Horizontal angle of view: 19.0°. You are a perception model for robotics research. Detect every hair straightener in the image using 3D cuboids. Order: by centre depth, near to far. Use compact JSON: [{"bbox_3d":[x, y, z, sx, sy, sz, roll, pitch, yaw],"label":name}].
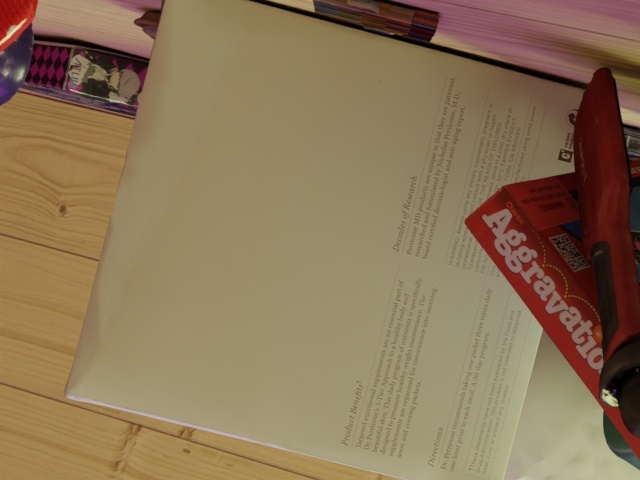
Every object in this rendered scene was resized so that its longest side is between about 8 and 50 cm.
[{"bbox_3d":[0.140,0.009,0.685,0.089,0.047,0.230,12,-151,-3],"label":"hair straightener"}]

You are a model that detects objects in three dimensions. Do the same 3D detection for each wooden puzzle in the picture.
[{"bbox_3d":[0.022,-0.089,0.754,0.049,0.006,0.083,14,-179,0],"label":"wooden puzzle"}]

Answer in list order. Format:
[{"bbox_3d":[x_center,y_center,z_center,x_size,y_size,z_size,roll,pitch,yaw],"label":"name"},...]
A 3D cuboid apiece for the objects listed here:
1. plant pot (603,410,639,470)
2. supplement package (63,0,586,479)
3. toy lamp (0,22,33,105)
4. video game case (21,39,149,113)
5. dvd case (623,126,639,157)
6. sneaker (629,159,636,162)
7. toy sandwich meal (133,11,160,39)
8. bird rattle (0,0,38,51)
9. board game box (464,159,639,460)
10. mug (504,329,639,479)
[{"bbox_3d":[0.309,0.097,1.070,0.255,0.271,0.271,28,179,-6],"label":"plant pot"},{"bbox_3d":[0.000,0.000,0.914,0.203,0.194,0.149,15,180,-6],"label":"supplement package"},{"bbox_3d":[-0.295,-0.139,1.098,0.080,0.080,0.275,15,-177,44],"label":"toy lamp"},{"bbox_3d":[-0.160,-0.127,1.595,0.210,0.042,0.232,12,-179,-31],"label":"video game case"},{"bbox_3d":[0.082,-0.073,1.112,0.164,0.018,0.221,13,180,-7],"label":"dvd case"},{"bbox_3d":[0.201,-0.022,1.213,0.071,0.068,0.170,5,-174,-43],"label":"sneaker"},{"bbox_3d":[-0.065,-0.102,1.047,0.085,0.029,0.085,14,-179,0],"label":"toy sandwich meal"},{"bbox_3d":[-0.191,-0.054,0.834,0.143,0.207,0.253,-7,-159,-29],"label":"bird rattle"},{"bbox_3d":[0.172,0.028,0.825,0.145,0.027,0.281,55,-152,13],"label":"board game box"},{"bbox_3d":[0.212,0.132,1.364,0.328,0.276,0.374,39,-170,-20],"label":"mug"}]
